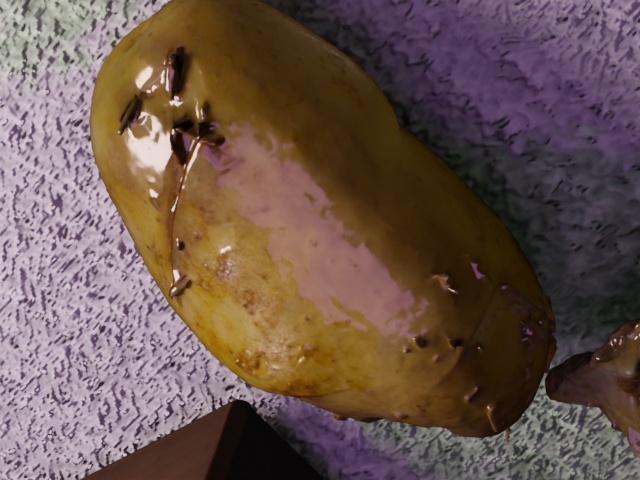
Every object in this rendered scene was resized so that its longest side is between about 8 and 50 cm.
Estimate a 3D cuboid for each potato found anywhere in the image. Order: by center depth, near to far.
[{"bbox_3d":[0.000,0.000,1.056,0.173,0.140,0.300,-39,106,26],"label":"potato"}]

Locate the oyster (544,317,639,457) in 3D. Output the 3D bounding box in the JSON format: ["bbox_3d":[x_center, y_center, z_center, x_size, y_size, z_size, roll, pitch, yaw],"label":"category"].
[{"bbox_3d":[0.313,0.071,1.074,0.361,0.096,0.221,-14,126,20],"label":"oyster"}]

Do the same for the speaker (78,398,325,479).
[{"bbox_3d":[-0.105,0.237,1.216,0.231,0.192,0.153,-29,116,32],"label":"speaker"}]
